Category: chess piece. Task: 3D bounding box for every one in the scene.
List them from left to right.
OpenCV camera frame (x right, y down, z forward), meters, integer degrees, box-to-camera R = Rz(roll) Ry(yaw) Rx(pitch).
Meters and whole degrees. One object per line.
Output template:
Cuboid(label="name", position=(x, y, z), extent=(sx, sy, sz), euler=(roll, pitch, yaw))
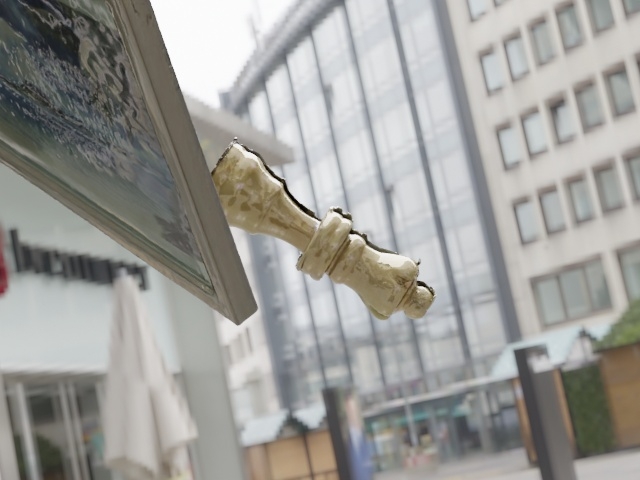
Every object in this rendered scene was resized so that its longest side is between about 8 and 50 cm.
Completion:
Cuboid(label="chess piece", position=(0.000, 0.000, 0.965), extent=(0.172, 0.060, 0.060), euler=(31, -11, 1))

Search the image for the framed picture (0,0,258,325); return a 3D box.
Cuboid(label="framed picture", position=(-0.165, -0.100, 0.826), extent=(0.024, 0.232, 0.315), euler=(-37, 44, -23))
